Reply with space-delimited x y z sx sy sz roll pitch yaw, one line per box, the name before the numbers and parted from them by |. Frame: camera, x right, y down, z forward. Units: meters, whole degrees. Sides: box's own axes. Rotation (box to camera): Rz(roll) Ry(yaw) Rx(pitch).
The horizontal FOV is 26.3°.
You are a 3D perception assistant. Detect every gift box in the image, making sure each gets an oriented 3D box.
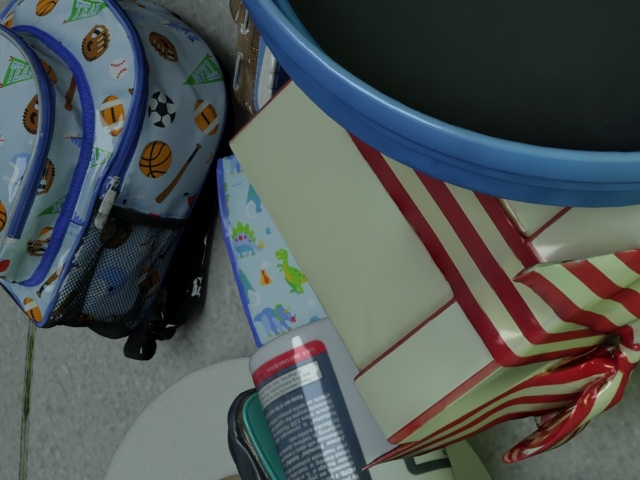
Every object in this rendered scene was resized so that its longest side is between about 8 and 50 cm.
gift box | 0.114 -0.015 0.841 0.255 0.276 0.258 -45 67 34

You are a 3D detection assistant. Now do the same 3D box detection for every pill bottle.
pill bottle | 0.028 0.145 0.915 0.108 0.108 0.180 -30 72 33

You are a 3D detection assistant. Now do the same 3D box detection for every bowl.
bowl | 0.133 -0.194 0.721 0.391 0.077 0.391 0 65 -1

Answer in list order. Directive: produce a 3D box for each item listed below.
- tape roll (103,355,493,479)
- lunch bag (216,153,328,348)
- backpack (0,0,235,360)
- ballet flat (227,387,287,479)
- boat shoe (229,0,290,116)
tape roll | -0.024 0.278 1.064 0.392 0.072 0.392 1 91 36
lunch bag | 0.000 0.000 1.029 0.129 0.096 0.151 -17 71 35
backpack | -0.208 -0.083 1.126 0.276 0.213 0.263 36 100 34
ballet flat | -0.013 0.201 0.975 0.074 0.074 0.203 -34 77 32
boat shoe | -0.038 -0.185 1.074 0.066 0.066 0.183 18 101 37
